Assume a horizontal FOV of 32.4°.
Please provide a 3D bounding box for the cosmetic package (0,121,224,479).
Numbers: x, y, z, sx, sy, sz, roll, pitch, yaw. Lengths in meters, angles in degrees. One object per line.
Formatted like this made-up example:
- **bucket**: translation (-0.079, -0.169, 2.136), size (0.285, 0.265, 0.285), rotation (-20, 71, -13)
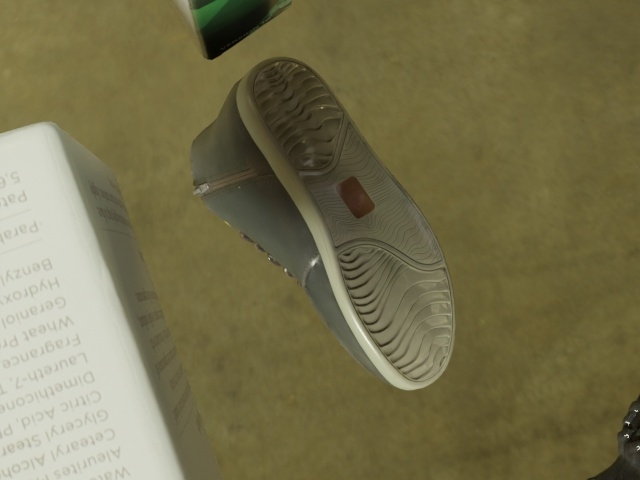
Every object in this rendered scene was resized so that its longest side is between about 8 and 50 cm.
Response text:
- **cosmetic package**: translation (-0.120, 0.076, 0.382), size (0.152, 0.151, 0.183), rotation (-20, 89, -4)

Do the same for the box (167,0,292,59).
- **box**: translation (-0.085, -0.188, 0.355), size (0.058, 0.322, 0.232), rotation (-35, 94, -1)

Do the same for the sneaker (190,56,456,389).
- **sneaker**: translation (0.000, 0.000, 0.712), size (0.083, 0.118, 0.222), rotation (-25, 85, -32)

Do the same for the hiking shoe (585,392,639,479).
- **hiking shoe**: translation (0.244, 0.213, 0.836), size (0.114, 0.086, 0.227), rotation (27, 106, -34)
